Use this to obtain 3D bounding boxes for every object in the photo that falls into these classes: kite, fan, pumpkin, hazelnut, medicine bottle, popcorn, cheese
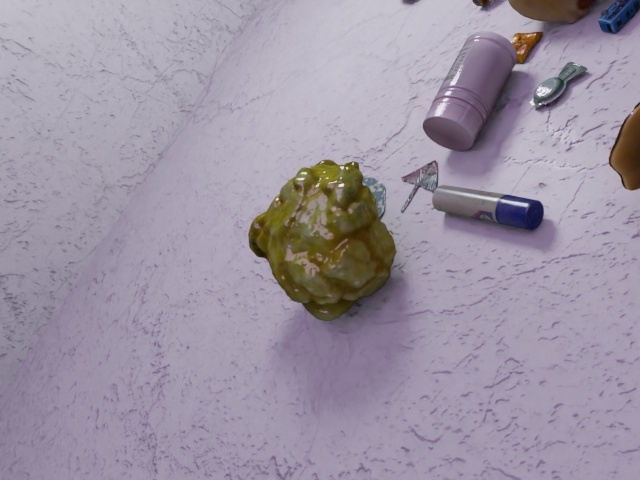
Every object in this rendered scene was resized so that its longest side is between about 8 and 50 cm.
[{"bbox_3d":[0.230,-0.133,1.247,0.152,0.005,0.137,-52,32,-1],"label":"kite"},{"bbox_3d":[0.106,-0.108,1.360,0.131,0.009,0.240,-47,35,5],"label":"fan"},{"bbox_3d":[0.474,-0.466,1.252,0.101,0.035,0.073,-58,32,-7],"label":"pumpkin"},{"bbox_3d":[0.544,-0.613,1.170,0.261,0.241,0.261,-23,16,7],"label":"hazelnut"},{"bbox_3d":[0.324,-0.069,1.035,0.231,0.059,0.059,21,75,54],"label":"medicine bottle"},{"bbox_3d":[0.343,-0.342,1.200,0.133,0.133,0.249,9,66,52],"label":"medicine bottle"},{"bbox_3d":[-0.003,-0.011,1.155,0.292,0.293,0.334,-22,36,-10],"label":"popcorn"},{"bbox_3d":[0.497,-0.329,1.105,0.121,0.026,0.067,-43,36,12],"label":"cheese"}]

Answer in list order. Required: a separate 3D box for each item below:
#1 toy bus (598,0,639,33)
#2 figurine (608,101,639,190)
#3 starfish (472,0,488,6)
[{"bbox_3d":[0.624,-0.475,1.085,0.083,0.038,0.046,-47,39,9],"label":"toy bus"},{"bbox_3d":[0.546,-0.079,0.712,0.208,0.181,0.257,-14,34,-16],"label":"figurine"},{"bbox_3d":[0.538,-0.786,1.415,0.312,0.113,0.303,16,74,44],"label":"starfish"}]
